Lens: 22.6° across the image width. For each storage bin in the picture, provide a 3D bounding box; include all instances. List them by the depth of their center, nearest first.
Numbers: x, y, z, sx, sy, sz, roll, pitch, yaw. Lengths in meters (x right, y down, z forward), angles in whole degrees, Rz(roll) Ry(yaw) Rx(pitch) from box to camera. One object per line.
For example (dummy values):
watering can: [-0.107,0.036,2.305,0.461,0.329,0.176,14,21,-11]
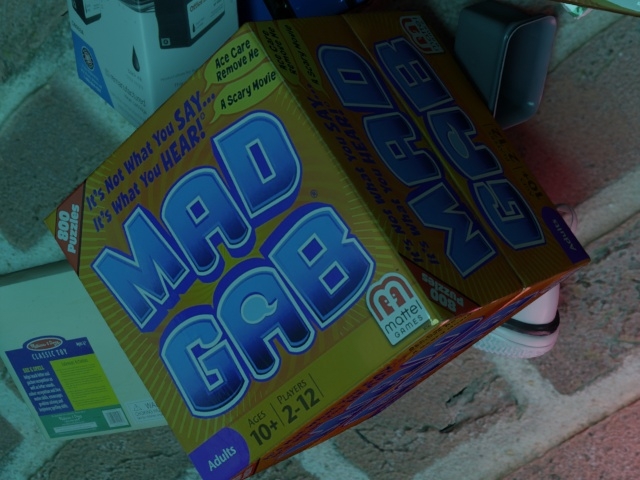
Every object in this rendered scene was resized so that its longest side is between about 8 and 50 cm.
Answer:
storage bin: [0.207,-0.212,1.847,0.091,0.098,0.135,35,132,35]

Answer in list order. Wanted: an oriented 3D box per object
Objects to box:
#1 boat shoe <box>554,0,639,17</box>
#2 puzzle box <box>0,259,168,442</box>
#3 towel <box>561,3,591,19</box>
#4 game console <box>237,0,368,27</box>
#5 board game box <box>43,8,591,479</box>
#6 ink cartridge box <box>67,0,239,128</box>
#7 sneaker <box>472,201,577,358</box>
boat shoe: [0.283,-0.303,1.734,0.277,0.098,0.096,15,98,19]
puzzle box: [-0.281,0.142,2.281,0.409,0.052,0.272,-11,115,28]
towel: [0.280,-0.334,1.781,0.113,0.023,0.152,-36,99,33]
game console: [-0.054,-0.360,1.842,0.250,0.173,0.293,-28,84,3]
board game box: [0.000,0.000,1.755,0.356,0.356,0.356,-40,77,32]
ink cartridge box: [-0.198,-0.299,1.819,0.223,0.129,0.307,41,144,48]
sneaker: [0.138,-0.007,1.971,0.366,0.137,0.210,20,118,14]
